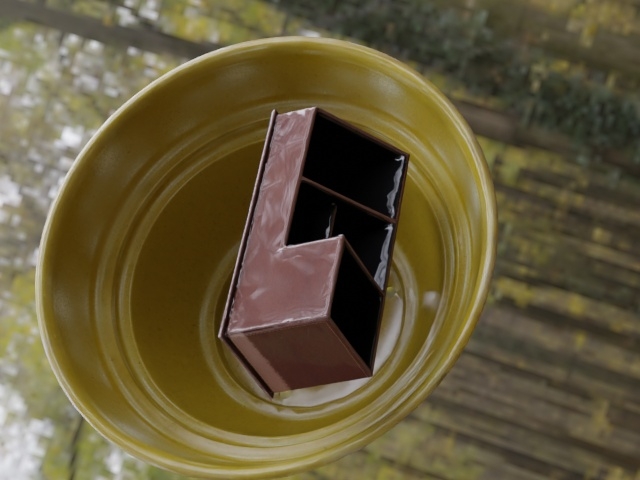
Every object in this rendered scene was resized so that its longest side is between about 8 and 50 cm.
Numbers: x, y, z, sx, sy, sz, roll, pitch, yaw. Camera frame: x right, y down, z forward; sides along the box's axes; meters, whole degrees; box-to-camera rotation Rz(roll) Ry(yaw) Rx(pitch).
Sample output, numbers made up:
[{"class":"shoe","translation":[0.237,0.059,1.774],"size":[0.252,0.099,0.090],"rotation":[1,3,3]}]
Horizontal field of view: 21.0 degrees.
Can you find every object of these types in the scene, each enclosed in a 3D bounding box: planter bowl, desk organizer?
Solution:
[{"class":"planter bowl","translation":[-0.016,0.020,0.811],"size":[0.217,0.217,0.090],"rotation":[-68,-23,-18]},{"class":"desk organizer","translation":[0.000,0.000,0.748],"size":[0.047,0.050,0.130],"rotation":[55,-146,-40]}]
